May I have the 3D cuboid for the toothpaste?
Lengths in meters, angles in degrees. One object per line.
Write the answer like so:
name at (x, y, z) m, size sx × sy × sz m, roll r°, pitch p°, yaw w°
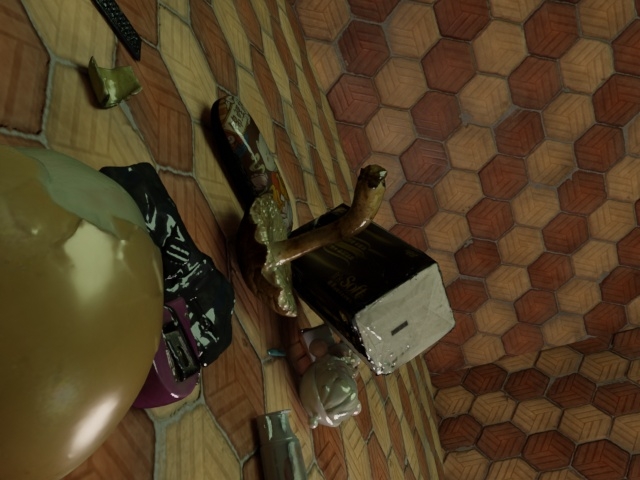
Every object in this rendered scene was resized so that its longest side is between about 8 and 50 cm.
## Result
toothpaste at (-0.041, 0.430, 0.940) m, size 0.100 × 0.066 × 0.324 m, roll 0°, pitch 67°, yaw -33°

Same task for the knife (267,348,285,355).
knife at (-0.085, 0.215, 1.174) m, size 0.091 × 0.005 × 0.014 m, roll 32°, pitch 44°, yaw -70°

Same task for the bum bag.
bum bag at (-0.194, 0.026, 0.804) m, size 0.137 × 0.074 × 0.310 m, roll -74°, pitch 146°, yaw -50°

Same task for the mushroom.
mushroom at (-0.023, 0.016, 1.089) m, size 0.208 × 0.301 × 0.233 m, roll -39°, pitch 114°, yaw -47°

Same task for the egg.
egg at (-0.210, 0.046, 0.422) m, size 0.201 × 0.200 × 0.245 m, roll 12°, pitch 73°, yaw -76°

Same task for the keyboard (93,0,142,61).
keyboard at (-0.319, -0.356, 0.891) m, size 0.198 × 0.010 × 0.064 m, roll 59°, pitch 17°, yaw -48°

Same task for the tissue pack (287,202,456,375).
tissue pack at (0.082, 0.094, 1.255) m, size 0.370 × 0.209 × 0.198 m, roll 36°, pitch -30°, yaw 54°

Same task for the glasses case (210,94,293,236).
glasses case at (-0.134, -0.142, 1.243) m, size 0.122 × 0.082 × 0.321 m, roll -86°, pitch 155°, yaw -53°

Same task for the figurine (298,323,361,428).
figurine at (0.016, 0.281, 1.264) m, size 0.257 × 0.144 × 0.182 m, roll -77°, pitch 168°, yaw -70°

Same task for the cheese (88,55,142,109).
cheese at (-0.277, -0.209, 0.814) m, size 0.084 × 0.041 × 0.060 m, roll -29°, pitch 95°, yaw -61°

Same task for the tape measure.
tape measure at (-0.188, 0.124, 0.693) m, size 0.118 × 0.074 × 0.125 m, roll -20°, pitch 91°, yaw -77°
